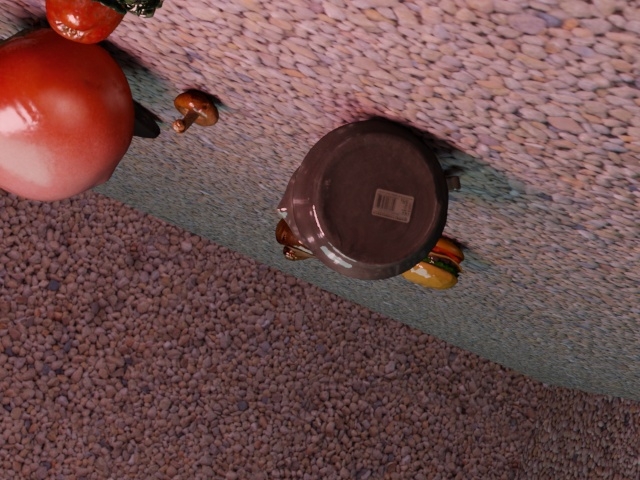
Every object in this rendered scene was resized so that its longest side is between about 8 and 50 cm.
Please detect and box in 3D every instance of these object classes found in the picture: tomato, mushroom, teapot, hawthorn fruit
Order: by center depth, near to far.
[{"bbox_3d":[-0.322,-0.333,1.396,0.128,0.128,0.128,21,171,3],"label":"hawthorn fruit"},{"bbox_3d":[0.081,-0.072,1.725,0.300,0.253,0.344,-9,-176,-10],"label":"teapot"},{"bbox_3d":[-0.489,-0.221,1.805,0.321,0.321,0.321,21,171,3],"label":"tomato"},{"bbox_3d":[-0.233,-0.236,1.862,0.088,0.073,0.129,36,-156,-5],"label":"mushroom"},{"bbox_3d":[0.002,-0.015,2.515,0.194,0.138,0.231,1,173,29],"label":"mushroom"}]

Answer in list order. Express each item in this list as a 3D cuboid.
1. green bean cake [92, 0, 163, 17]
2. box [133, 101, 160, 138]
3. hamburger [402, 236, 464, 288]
[{"bbox_3d":[-0.226,-0.340,1.167,0.193,0.107,0.208,29,167,-34],"label":"green bean cake"},{"bbox_3d":[-0.470,-0.283,2.198,0.201,0.042,0.212,10,160,32],"label":"box"},{"bbox_3d":[0.249,0.047,2.303,0.162,0.115,0.162,19,172,3],"label":"hamburger"}]
